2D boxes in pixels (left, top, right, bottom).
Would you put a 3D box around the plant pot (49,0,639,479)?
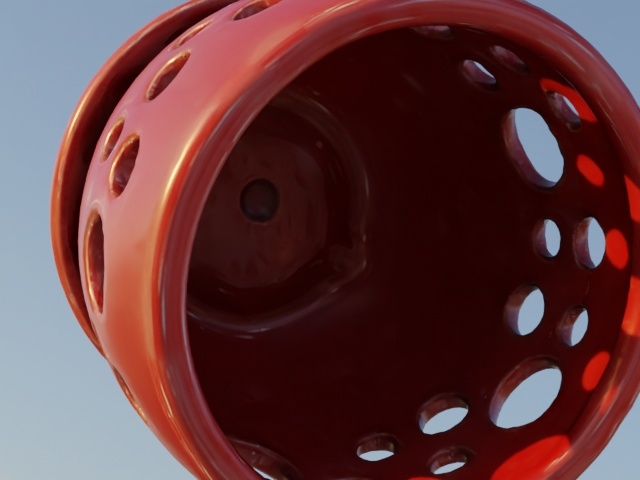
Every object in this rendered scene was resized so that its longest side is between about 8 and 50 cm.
[{"bbox_3d":[0.000,0.000,0.664,0.191,0.191,0.174,30,-5,-27],"label":"plant pot"}]
